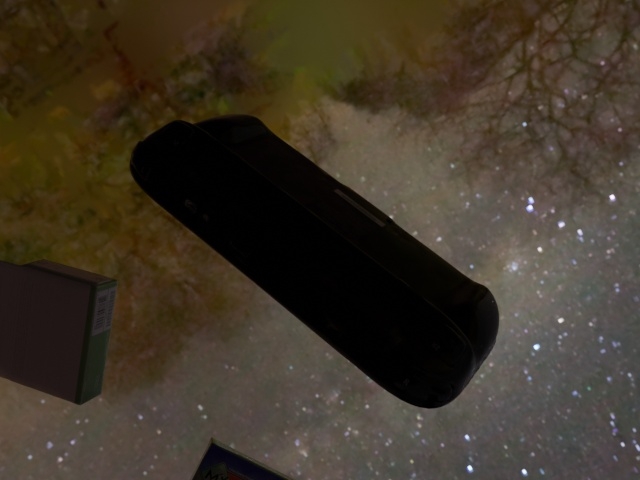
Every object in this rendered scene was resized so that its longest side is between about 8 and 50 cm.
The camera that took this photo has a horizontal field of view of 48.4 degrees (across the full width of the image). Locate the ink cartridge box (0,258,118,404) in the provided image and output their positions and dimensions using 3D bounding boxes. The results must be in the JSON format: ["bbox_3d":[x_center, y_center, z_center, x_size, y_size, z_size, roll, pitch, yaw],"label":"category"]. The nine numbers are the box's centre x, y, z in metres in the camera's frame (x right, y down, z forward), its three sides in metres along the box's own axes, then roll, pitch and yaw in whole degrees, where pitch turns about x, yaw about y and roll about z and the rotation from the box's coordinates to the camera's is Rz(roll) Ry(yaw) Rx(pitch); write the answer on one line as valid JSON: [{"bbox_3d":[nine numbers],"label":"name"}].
[{"bbox_3d":[-0.402,0.109,0.970,0.235,0.171,0.056,14,-168,14],"label":"ink cartridge box"}]

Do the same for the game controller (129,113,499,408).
[{"bbox_3d":[0.000,0.000,0.578,0.067,0.319,0.166,-58,164,24],"label":"game controller"}]

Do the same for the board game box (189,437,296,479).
[{"bbox_3d":[-0.085,0.485,1.138,0.213,0.317,0.046,-62,-173,-7],"label":"board game box"}]
